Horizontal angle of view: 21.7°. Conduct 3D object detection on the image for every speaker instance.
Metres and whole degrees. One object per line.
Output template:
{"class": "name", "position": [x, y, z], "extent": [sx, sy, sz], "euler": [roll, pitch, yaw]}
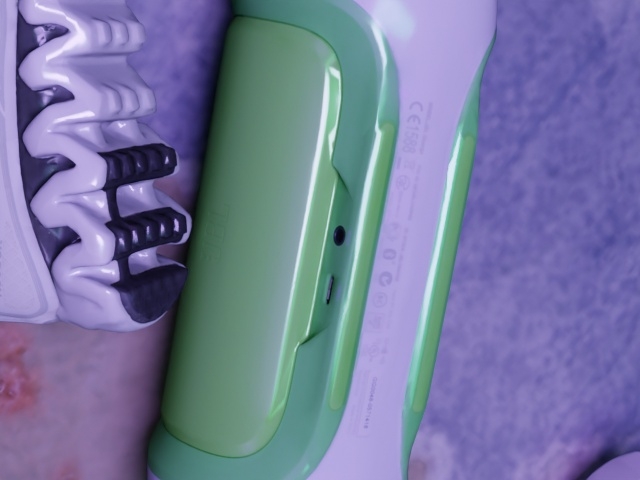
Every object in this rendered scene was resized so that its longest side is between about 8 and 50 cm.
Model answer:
{"class": "speaker", "position": [0.000, 0.000, 0.772], "extent": [0.131, 0.131, 0.296], "euler": [8, 97, -22]}

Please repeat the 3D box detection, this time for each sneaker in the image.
{"class": "sneaker", "position": [-0.133, -0.104, 0.717], "extent": [0.118, 0.110, 0.292], "euler": [-4, 89, 21]}

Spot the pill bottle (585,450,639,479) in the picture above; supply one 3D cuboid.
{"class": "pill bottle", "position": [0.258, 0.212, 0.897], "extent": [0.272, 0.152, 0.152], "euler": [28, 89, -23]}
